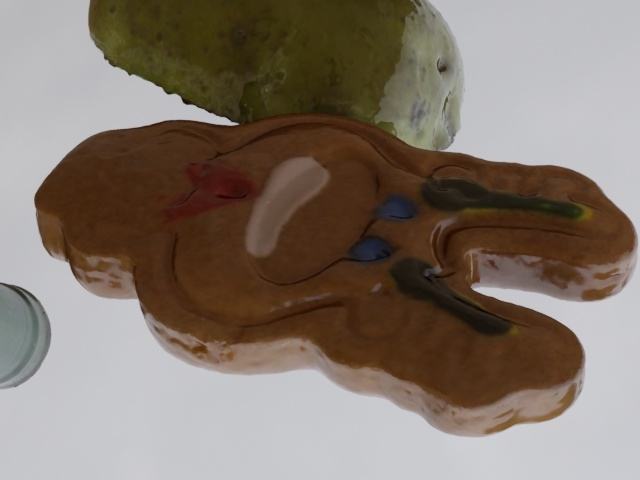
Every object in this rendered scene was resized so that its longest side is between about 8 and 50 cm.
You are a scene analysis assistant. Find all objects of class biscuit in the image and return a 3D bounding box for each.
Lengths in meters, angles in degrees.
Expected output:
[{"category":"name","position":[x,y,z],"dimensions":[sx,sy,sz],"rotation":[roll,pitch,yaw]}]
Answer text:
[{"category":"biscuit","position":[0.000,0.000,1.072],"dimensions":[0.334,0.047,0.202],"rotation":[14,-137,22]}]

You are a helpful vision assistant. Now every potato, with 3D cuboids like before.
[{"category":"potato","position":[-0.023,-0.151,1.254],"dimensions":[0.271,0.111,0.160],"rotation":[25,-145,27]}]

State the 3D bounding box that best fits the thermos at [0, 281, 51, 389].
[{"category":"thermos","position":[-0.243,0.046,1.275],"dimensions":[0.073,0.083,0.187],"rotation":[-9,168,13]}]
